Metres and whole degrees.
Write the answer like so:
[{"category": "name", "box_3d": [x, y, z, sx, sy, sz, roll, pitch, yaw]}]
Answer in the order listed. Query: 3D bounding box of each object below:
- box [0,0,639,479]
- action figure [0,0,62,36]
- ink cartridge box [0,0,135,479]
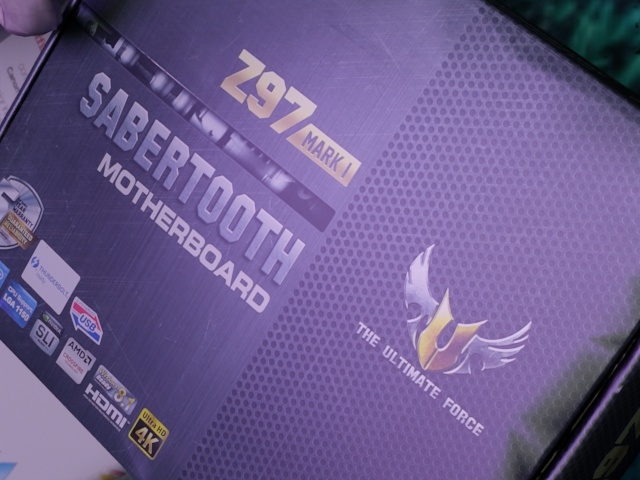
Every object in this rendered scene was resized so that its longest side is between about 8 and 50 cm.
[{"category": "box", "box_3d": [0.000, 0.000, 0.528, 0.233, 0.059, 0.183, 41, 105, 29]}, {"category": "action figure", "box_3d": [-0.166, -0.237, 0.668, 0.276, 0.370, 0.248, 7, 114, 15]}, {"category": "ink cartridge box", "box_3d": [-0.083, -0.006, 0.694, 0.306, 0.131, 0.226, -29, 70, 29]}]
